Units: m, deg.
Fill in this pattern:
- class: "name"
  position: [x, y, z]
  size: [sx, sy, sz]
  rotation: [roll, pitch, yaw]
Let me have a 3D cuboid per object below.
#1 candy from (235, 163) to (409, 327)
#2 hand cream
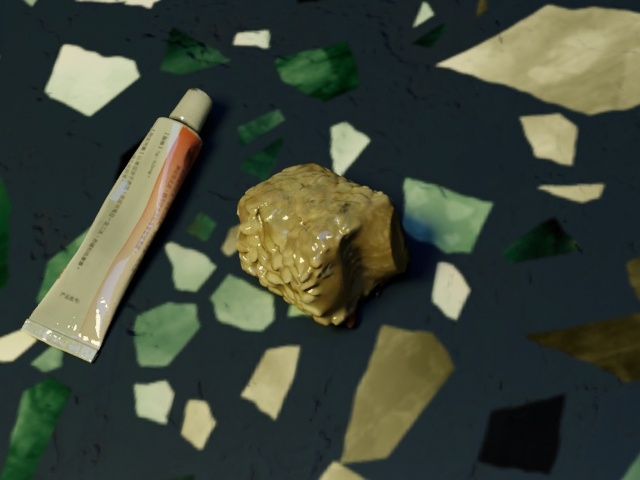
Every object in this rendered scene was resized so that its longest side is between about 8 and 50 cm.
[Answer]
- class: "candy"
  position: [0.000, 0.000, 1.083]
  size: [0.095, 0.085, 0.110]
  rotation: [-35, 46, -19]
- class: "hand cream"
  position: [-0.134, -0.016, 1.150]
  size: [0.052, 0.038, 0.216]
  rotation: [10, 65, 46]
